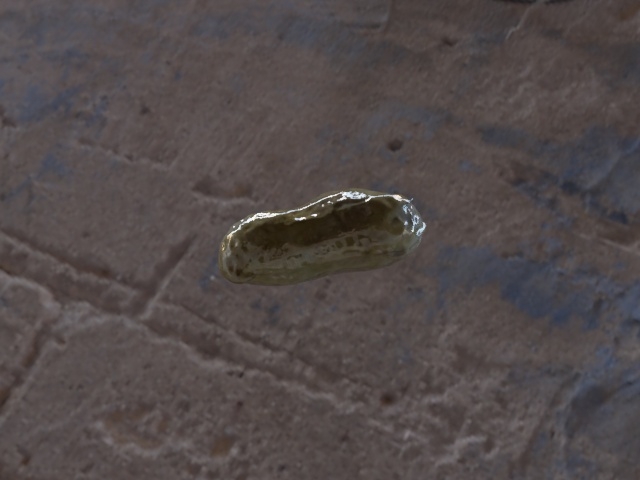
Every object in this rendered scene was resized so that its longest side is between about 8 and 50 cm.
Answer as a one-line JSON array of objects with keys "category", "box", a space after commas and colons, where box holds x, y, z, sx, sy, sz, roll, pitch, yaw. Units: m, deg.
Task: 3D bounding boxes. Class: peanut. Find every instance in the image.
[{"category": "peanut", "box": [0.000, 0.000, 1.077, 0.214, 0.099, 0.099, -17, -43, 0]}]
